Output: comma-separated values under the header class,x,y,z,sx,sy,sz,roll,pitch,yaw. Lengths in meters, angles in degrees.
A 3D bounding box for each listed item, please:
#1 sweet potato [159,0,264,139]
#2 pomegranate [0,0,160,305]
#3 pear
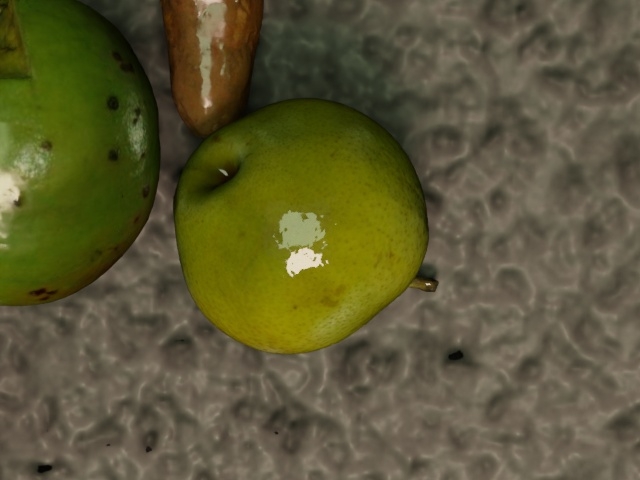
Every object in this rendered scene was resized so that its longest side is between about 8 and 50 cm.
class,x,y,z,sx,sy,sz,roll,pitch,yaw
sweet potato,-0.083,-0.248,0.991,0.106,0.095,0.354,-12,101,2
pomegranate,-0.249,-0.063,0.936,0.302,0.236,0.236,-9,103,-34
pear,0.000,0.000,1.015,0.180,0.166,0.216,-50,134,6
